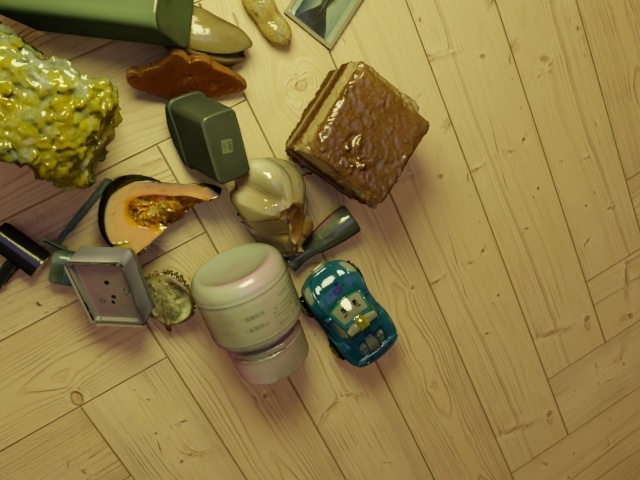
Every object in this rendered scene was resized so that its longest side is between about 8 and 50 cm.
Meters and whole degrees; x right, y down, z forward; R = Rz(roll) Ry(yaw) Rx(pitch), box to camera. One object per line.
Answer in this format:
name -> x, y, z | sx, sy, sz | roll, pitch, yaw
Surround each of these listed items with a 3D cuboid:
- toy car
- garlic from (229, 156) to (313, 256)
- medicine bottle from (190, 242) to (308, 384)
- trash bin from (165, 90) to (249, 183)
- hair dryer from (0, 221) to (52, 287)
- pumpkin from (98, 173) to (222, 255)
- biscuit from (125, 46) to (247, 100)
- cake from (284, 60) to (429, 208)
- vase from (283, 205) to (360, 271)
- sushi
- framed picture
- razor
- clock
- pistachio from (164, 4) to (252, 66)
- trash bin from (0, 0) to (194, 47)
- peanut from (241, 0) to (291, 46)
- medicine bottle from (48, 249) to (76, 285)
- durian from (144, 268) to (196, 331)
toy car -> 0.079, 0.200, 1.449 | 0.198, 0.166, 0.314 | -36, 108, -10
garlic -> -0.124, -0.102, 1.318 | 0.185, 0.203, 0.281 | -66, 153, -22
medicine bottle -> -0.166, 0.185, 1.329 | 0.241, 0.241, 0.302 | -24, 116, -10
trash bin -> -0.263, -0.239, 1.212 | 0.101, 0.236, 0.177 | -26, 125, -26
hair dryer -> -0.767, 0.084, 1.231 | 0.255, 0.070, 0.128 | -45, 109, 1
pumpkin -> -0.385, -0.056, 1.270 | 0.280, 0.139, 0.190 | 5, 97, -15
biscuit -> -0.304, -0.376, 1.222 | 0.280, 0.183, 0.043 | -8, 72, -27
cake -> 0.087, -0.258, 1.290 | 0.255, 0.290, 0.282 | 33, 88, -21
vase -> 0.000, 0.000, 1.428 | 0.214, 0.086, 0.086 | -36, 109, -1
sushi -> -0.571, -0.267, 1.041 | 0.351, 0.396, 0.240 | 32, 88, -25
framed picture -> 0.021, -0.612, 1.336 | 0.150, 0.015, 0.203 | 34, 91, -19
razor -> -0.575, -0.065, 1.272 | 0.211, 0.036, 0.084 | -55, 134, -6
clock -> -0.484, 0.110, 1.222 | 0.144, 0.073, 0.193 | 1, 126, 10
pistachio -> -0.272, -0.475, 1.226 | 0.225, 0.136, 0.136 | 12, 98, -20
trash bin -> -0.451, -0.502, 1.056 | 0.343, 0.223, 0.158 | 9, 98, 3
peanut -> -0.129, -0.545, 1.272 | 0.080, 0.080, 0.174 | -38, 108, -6
medicine bottle -> -0.545, 0.078, 1.288 | 0.208, 0.054, 0.090 | 12, 116, -24
durian -> -0.386, 0.146, 1.339 | 0.148, 0.091, 0.189 | 0, 113, -6
